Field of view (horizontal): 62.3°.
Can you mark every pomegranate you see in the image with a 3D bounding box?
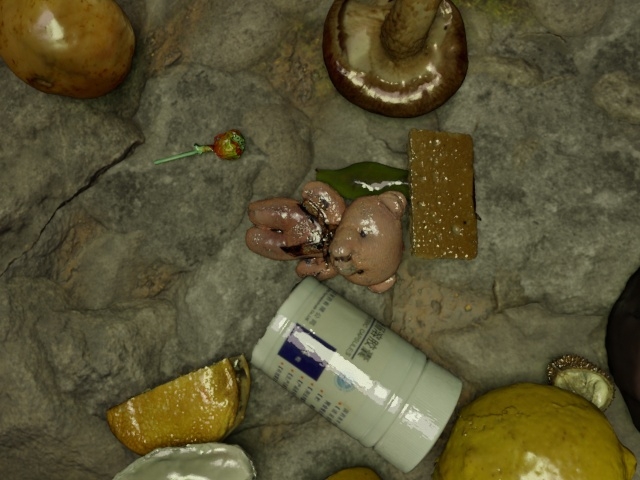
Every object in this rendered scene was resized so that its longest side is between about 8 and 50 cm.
[{"bbox_3d":[-0.479,-0.389,0.999,0.248,0.248,0.249,0,86,7],"label":"pomegranate"}]

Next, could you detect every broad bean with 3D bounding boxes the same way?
[{"bbox_3d":[0.145,-0.099,0.986,0.324,0.067,0.075,12,103,10],"label":"broad bean"}]

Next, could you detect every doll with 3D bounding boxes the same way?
[{"bbox_3d":[0.000,0.000,0.952,0.303,0.156,0.201,5,110,8],"label":"doll"}]

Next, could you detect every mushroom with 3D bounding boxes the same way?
[{"bbox_3d":[0.121,-0.361,0.949,0.267,0.254,0.268,-9,74,31],"label":"mushroom"}]

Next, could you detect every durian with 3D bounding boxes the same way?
[{"bbox_3d":[0.440,0.241,0.925,0.110,0.071,0.140,-39,107,24],"label":"durian"}]

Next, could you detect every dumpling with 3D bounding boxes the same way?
[{"bbox_3d":[-0.253,0.491,0.920,0.259,0.341,0.181,12,49,-15],"label":"dumpling"}]

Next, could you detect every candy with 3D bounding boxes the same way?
[{"bbox_3d":[-0.244,-0.175,1.055,0.200,0.060,0.061,-10,85,14],"label":"candy"}]

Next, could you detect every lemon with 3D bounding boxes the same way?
[{"bbox_3d":[0.333,0.360,0.847,0.310,0.253,0.254,-12,85,10],"label":"lemon"}]

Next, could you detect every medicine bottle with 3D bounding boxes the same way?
[{"bbox_3d":[0.063,0.227,0.915,0.332,0.190,0.190,34,91,8],"label":"medicine bottle"}]

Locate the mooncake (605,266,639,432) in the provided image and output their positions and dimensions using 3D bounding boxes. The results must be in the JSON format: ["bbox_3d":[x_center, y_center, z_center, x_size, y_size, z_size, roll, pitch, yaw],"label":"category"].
[{"bbox_3d":[0.672,0.210,0.841,0.380,0.212,0.351,15,95,10],"label":"mooncake"}]

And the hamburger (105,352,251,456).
[{"bbox_3d":[-0.249,0.321,0.974,0.282,0.144,0.157,-25,88,9],"label":"hamburger"}]

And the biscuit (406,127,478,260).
[{"bbox_3d":[0.212,-0.079,0.925,0.130,0.025,0.231,3,82,-15],"label":"biscuit"}]

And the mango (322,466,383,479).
[{"bbox_3d":[-0.003,0.557,0.902,0.253,0.182,0.365,38,76,-18],"label":"mango"}]
